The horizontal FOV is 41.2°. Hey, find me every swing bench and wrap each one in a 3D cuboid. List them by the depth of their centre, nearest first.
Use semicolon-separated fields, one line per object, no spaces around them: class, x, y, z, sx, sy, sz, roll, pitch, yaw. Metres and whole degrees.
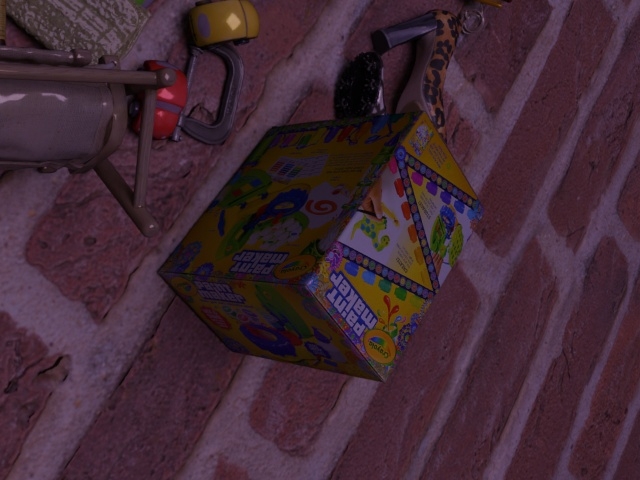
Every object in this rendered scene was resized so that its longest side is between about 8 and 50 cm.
swing bench;-0.316;-0.111;0.805;0.253;0.254;0.165;-6;113;-43

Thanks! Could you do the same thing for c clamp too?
c clamp;-0.159;-0.196;1.116;0.137;0.022;0.161;26;74;-40

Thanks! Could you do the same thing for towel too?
towel;-0.279;-0.259;0.967;0.148;0.027;0.110;36;86;-22

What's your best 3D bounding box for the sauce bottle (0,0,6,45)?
sauce bottle;-0.360;-0.220;0.916;0.042;0.042;0.128;-3;103;-43

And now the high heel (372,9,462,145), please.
high heel;0.203;-0.246;1.397;0.186;0.093;0.261;-25;99;-33

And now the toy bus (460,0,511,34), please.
toy bus;0.306;-0.492;1.479;0.191;0.202;0.104;60;24;-18

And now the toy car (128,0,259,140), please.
toy car;-0.197;-0.274;1.041;0.225;0.053;0.239;48;67;-25

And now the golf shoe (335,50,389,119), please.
golf shoe;0.073;-0.187;1.306;0.094;0.077;0.198;3;96;-54

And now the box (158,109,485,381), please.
box;0.000;0.000;1.087;0.177;0.290;0.279;53;59;-31
